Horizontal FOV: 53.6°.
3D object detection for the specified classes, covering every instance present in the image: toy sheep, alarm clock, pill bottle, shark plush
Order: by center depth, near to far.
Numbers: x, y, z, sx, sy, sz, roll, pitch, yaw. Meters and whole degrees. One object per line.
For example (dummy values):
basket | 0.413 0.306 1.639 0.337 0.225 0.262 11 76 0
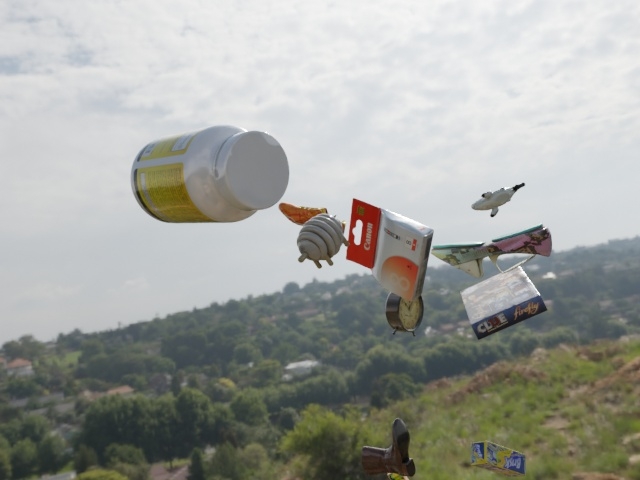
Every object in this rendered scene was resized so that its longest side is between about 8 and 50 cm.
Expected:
toy sheep | 0.000 0.000 1.177 0.091 0.091 0.132 -14 26 42
pill bottle | -0.217 -0.126 1.240 0.188 0.187 0.334 -5 4 -41
shark plush | 0.509 -0.134 1.814 0.161 0.073 0.067 -39 8 -5
alarm clock | 0.243 0.179 1.837 0.064 0.191 0.129 2 -9 43

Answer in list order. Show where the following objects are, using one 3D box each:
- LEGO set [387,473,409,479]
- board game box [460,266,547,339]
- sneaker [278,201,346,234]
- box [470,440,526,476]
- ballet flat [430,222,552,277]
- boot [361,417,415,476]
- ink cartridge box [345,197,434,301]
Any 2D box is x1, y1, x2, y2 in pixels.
LEGO set | 0.216 0.709 1.558 0.132 0.286 0.107 7 23 34
board game box | 0.426 0.141 1.503 0.165 0.042 0.243 -26 9 11
sneaker | -0.018 -0.060 1.533 0.175 0.067 0.064 23 19 7
box | 0.466 0.572 1.656 0.169 0.059 0.054 27 -35 -32
ballet flat | 0.318 0.026 1.180 0.222 0.079 0.077 -12 1 21
boot | 0.111 0.375 1.146 0.037 0.106 0.114 -5 -8 -42
ink cartridge box | 0.117 0.015 1.191 0.179 0.145 0.045 23 35 28
